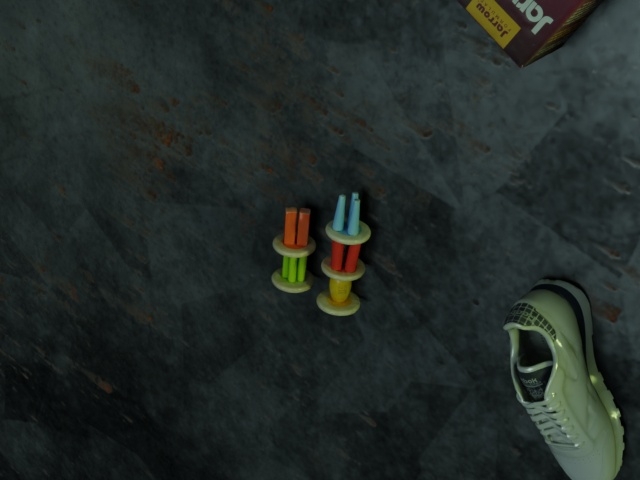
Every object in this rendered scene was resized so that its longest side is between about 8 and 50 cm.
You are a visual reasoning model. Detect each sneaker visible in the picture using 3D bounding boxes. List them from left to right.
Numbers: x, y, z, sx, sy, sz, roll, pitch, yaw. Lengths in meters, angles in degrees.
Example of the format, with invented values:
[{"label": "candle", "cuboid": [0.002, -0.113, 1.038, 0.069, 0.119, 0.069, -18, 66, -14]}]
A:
[{"label": "sneaker", "cuboid": [0.241, 0.161, 1.056, 0.090, 0.095, 0.235, -10, 107, 40]}]

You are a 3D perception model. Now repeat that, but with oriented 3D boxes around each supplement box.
[{"label": "supplement box", "cuboid": [0.210, -0.253, 0.877, 0.104, 0.080, 0.188, 48, 134, 9]}]

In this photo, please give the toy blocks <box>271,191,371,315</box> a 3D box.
[{"label": "toy blocks", "cuboid": [0.000, 0.000, 1.199, 0.123, 0.054, 0.148, 25, 126, 28]}]
